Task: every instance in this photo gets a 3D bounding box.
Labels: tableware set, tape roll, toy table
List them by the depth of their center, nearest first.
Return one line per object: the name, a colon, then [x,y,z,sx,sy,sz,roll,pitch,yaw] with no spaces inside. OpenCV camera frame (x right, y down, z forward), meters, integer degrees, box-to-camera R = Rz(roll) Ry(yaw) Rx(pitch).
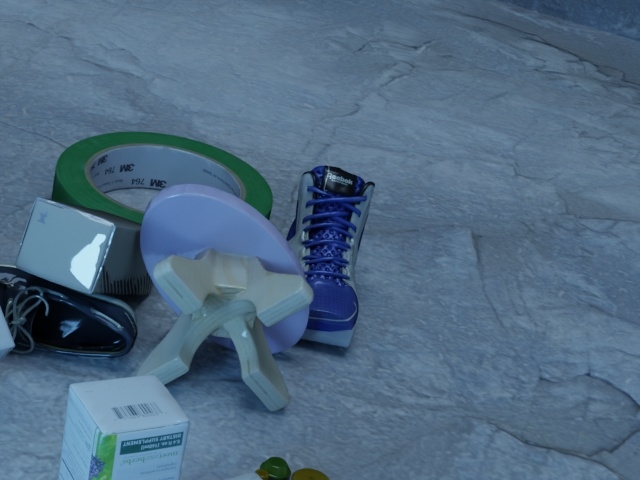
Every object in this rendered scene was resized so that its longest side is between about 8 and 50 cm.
tableware set: [-0.014,0.299,1.779,0.154,0.024,0.104,22,25,19]
toy table: [-0.122,0.078,1.931,0.274,0.252,0.161,39,25,-23]
tape roll: [-0.233,-0.057,2.285,0.321,0.077,0.321,11,27,-6]

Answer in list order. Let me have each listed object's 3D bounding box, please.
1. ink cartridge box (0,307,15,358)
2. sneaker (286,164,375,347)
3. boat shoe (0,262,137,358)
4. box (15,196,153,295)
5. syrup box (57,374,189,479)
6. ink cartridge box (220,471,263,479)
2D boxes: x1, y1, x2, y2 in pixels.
ink cartridge box: [-0.516,0.031,1.772,0.223,0.129,0.308,-13,73,-40]
sneaker: [0.000,-0.001,2.169,0.127,0.182,0.315,10,28,-4]
boat shoe: [-0.355,0.096,1.933,0.254,0.095,0.079,18,15,-10]
box: [-0.288,0.012,1.991,0.113,0.094,0.275,19,1,10]
syrup box: [-0.203,0.258,1.533,0.093,0.237,0.096,-4,28,-29]
ink cartridge box: [-0.084,0.345,1.636,0.189,0.066,0.232,-9,26,-36]
